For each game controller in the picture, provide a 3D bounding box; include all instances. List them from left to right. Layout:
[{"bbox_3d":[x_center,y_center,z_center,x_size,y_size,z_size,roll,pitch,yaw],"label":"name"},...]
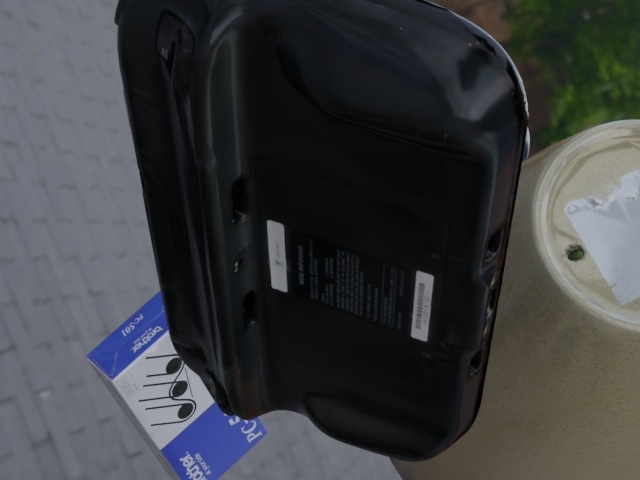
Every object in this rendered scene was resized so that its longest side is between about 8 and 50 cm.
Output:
[{"bbox_3d":[0.000,0.000,0.650,0.319,0.167,0.067,89,15,-56],"label":"game controller"}]

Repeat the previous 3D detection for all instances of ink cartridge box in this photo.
[{"bbox_3d":[-0.126,0.142,1.314,0.046,0.097,0.207,35,-20,38],"label":"ink cartridge box"}]

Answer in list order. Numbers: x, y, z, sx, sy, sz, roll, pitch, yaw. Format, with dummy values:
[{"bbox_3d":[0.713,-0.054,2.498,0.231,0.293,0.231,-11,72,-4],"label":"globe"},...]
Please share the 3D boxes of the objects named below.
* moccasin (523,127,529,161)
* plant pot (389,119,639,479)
[{"bbox_3d":[0.018,-0.118,1.288,0.138,0.342,0.116,-85,179,-79],"label":"moccasin"},{"bbox_3d":[0.168,0.046,0.893,0.274,0.257,0.256,98,-25,-67],"label":"plant pot"}]
